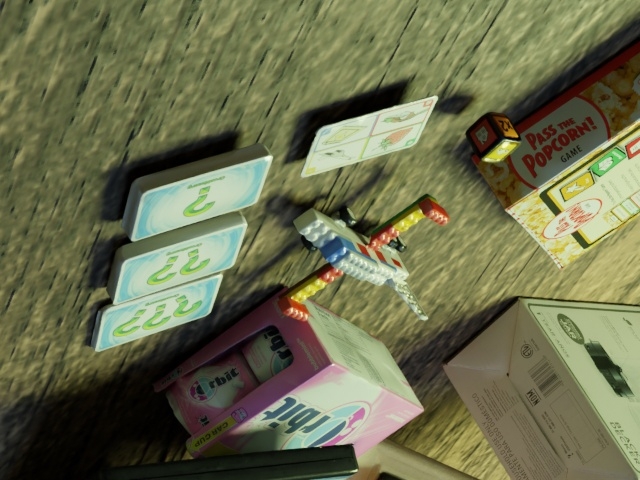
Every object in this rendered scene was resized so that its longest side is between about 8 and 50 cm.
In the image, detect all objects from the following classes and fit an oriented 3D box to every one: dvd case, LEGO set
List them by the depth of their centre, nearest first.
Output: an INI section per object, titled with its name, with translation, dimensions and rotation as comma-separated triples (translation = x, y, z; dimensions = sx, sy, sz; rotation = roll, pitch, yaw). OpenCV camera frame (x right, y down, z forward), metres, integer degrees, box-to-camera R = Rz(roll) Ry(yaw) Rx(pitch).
[LEGO set]
translation = 0.000, 0.000, 1.092
dimensions = 0.244, 0.060, 0.182
rotation = -17, 154, -25
[dvd case]
translation = -0.114, 0.184, 1.249
dimensions = 0.180, 0.022, 0.253
rotation = -1, 158, -34

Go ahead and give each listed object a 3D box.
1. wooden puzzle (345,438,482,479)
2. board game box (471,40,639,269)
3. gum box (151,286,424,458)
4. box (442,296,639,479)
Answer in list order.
[wooden puzzle]
translation = 0.105, 0.254, 1.550
dimensions = 0.238, 0.044, 0.221
rotation = 19, 144, 0
[board game box]
translation = 0.202, -0.069, 1.208
dimensions = 0.193, 0.045, 0.147
rotation = -35, 156, 8
[gum box]
translation = -0.019, 0.101, 1.254
dimensions = 0.107, 0.062, 0.188
rotation = -36, 156, 9
[box]
translation = 0.240, 0.139, 1.501
dimensions = 0.087, 0.169, 0.290
rotation = -44, 154, 26
